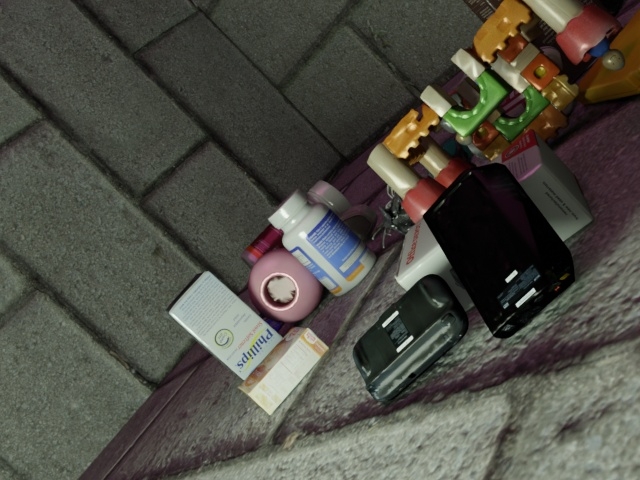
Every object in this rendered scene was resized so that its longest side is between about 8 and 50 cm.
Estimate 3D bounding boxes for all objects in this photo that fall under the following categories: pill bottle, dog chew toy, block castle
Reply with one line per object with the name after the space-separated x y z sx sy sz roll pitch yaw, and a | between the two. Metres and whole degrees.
-0.071 -0.011 2.306 0.392 0.224 0.224 -46 8 -10 | pill bottle
0.424 -0.270 1.434 0.221 0.121 0.121 -35 12 51 | pill bottle
-0.081 0.110 1.868 0.206 0.206 0.332 -43 0 12 | dog chew toy
0.000 0.000 1.684 0.152 0.272 0.152 -44 8 8 | pill bottle
0.325 -0.237 1.184 0.453 0.213 0.303 -49 -8 29 | block castle

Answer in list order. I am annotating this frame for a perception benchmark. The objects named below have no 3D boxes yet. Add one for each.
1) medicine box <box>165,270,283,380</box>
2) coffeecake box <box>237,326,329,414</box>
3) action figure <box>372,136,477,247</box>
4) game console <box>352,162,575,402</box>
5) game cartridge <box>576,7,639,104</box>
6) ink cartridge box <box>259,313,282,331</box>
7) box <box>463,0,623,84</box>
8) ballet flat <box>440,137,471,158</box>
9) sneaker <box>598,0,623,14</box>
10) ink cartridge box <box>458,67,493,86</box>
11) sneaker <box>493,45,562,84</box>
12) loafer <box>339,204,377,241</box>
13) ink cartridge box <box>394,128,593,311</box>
-0.259 0.232 1.766 0.149 0.289 0.263 -49 8 -14 | medicine box
-0.083 0.277 1.427 0.185 0.068 0.142 -47 7 -16 | coffeecake box
0.226 -0.103 1.487 0.275 0.164 0.141 -36 41 17 | action figure
0.162 0.075 0.900 0.361 0.044 0.213 -49 44 29 | game console
0.616 -0.388 1.174 0.324 0.052 0.285 -52 3 7 | game cartridge
-0.162 0.253 2.069 0.206 0.045 0.208 -37 12 44 | ink cartridge box
0.502 -0.555 1.554 0.191 0.381 0.143 -44 5 5 | box
0.327 -0.192 1.709 0.087 0.083 0.247 -57 -2 34 | ballet flat
0.790 -0.695 1.835 0.283 0.107 0.124 -49 3 -28 | sneaker
0.493 -0.474 1.821 0.307 0.129 0.223 -62 5 5 | ink cartridge box
0.455 -0.391 1.514 0.282 0.102 0.161 114 157 -68 | sneaker
0.067 -0.001 1.995 0.111 0.112 0.319 -57 6 -38 | loafer
0.259 -0.022 1.018 0.273 0.114 0.197 -41 9 26 | ink cartridge box
